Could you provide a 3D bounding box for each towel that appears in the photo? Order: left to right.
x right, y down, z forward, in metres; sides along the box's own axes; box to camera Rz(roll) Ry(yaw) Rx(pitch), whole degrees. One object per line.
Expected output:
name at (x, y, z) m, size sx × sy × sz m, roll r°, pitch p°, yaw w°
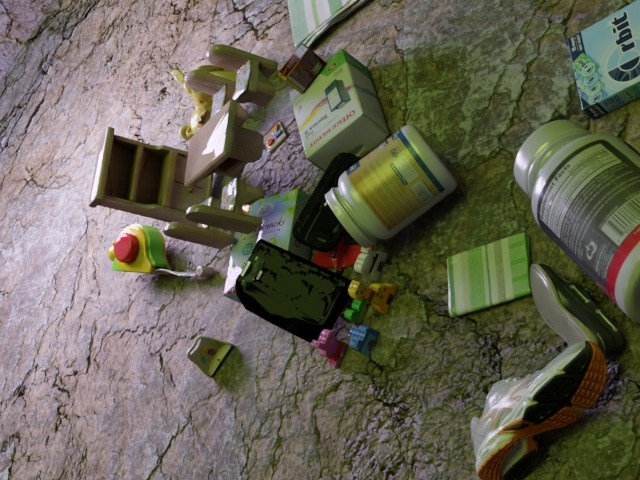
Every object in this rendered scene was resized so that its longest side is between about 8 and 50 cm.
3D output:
towel at (0.054, -0.591, 2.202) m, size 0.325 × 0.038 × 0.247 m, roll -34°, pitch 45°, yaw 30°
towel at (0.276, 0.058, 1.596) m, size 0.152 × 0.023 × 0.113 m, roll -20°, pitch 56°, yaw 35°

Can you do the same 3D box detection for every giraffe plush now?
giraffe plush at (-0.244, -0.310, 2.264) m, size 0.181 × 0.210 × 0.170 m, roll 14°, pitch 110°, yaw 38°

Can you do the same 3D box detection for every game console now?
game console at (0.000, 0.000, 1.836) m, size 0.213 × 0.044 × 0.361 m, roll 25°, pitch 79°, yaw 28°

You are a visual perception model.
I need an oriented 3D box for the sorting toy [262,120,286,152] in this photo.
sorting toy at (-0.113, -0.222, 2.169) m, size 0.083 × 0.012 × 0.062 m, roll -44°, pitch 43°, yaw 18°

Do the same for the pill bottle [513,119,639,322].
pill bottle at (0.412, -0.042, 1.390) m, size 0.176 × 0.176 × 0.318 m, roll -49°, pitch 41°, yaw 13°

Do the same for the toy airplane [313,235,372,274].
toy airplane at (0.041, 0.006, 1.861) m, size 0.151 × 0.028 × 0.151 m, roll -23°, pitch 53°, yaw 34°

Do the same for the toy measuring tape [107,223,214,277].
toy measuring tape at (-0.366, 0.021, 2.213) m, size 0.330 × 0.121 × 0.121 m, roll 2°, pitch 69°, yaw 39°

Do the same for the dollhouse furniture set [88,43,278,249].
dollhouse furniture set at (-0.296, -0.177, 2.043) m, size 0.394 × 0.257 × 0.362 m, roll -29°, pitch 52°, yaw 58°

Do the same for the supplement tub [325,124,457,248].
supplement tub at (0.123, -0.093, 1.723) m, size 0.200 × 0.144 × 0.144 m, roll -37°, pitch 44°, yaw 9°

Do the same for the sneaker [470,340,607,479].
sneaker at (0.294, 0.222, 1.399) m, size 0.262 × 0.099 × 0.121 m, roll -53°, pitch 30°, yaw 25°

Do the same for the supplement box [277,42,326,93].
supplement box at (-0.038, -0.350, 1.997) m, size 0.083 × 0.055 × 0.043 m, roll -50°, pitch 36°, yaw 7°

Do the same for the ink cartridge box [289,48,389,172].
ink cartridge box at (0.035, -0.257, 1.974) m, size 0.154 × 0.093 × 0.212 m, roll -37°, pitch 46°, yaw 25°

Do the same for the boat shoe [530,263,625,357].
boat shoe at (0.376, 0.102, 1.449) m, size 0.065 × 0.075 × 0.206 m, roll -13°, pitch 38°, yaw -11°

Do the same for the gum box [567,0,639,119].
gum box at (0.495, -0.301, 1.564) m, size 0.184 × 0.041 × 0.157 m, roll -27°, pitch 50°, yaw 34°

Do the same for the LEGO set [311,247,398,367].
LEGO set at (0.062, 0.113, 1.724) m, size 0.087 × 0.093 × 0.227 m, roll 15°, pitch 78°, yaw 49°

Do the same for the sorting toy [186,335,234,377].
sorting toy at (-0.230, 0.224, 1.974) m, size 0.083 × 0.075 × 0.045 m, roll -56°, pitch 40°, yaw 5°

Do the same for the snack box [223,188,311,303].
snack box at (-0.100, 0.015, 1.970) m, size 0.174 × 0.070 × 0.207 m, roll -15°, pitch 56°, yaw 40°
